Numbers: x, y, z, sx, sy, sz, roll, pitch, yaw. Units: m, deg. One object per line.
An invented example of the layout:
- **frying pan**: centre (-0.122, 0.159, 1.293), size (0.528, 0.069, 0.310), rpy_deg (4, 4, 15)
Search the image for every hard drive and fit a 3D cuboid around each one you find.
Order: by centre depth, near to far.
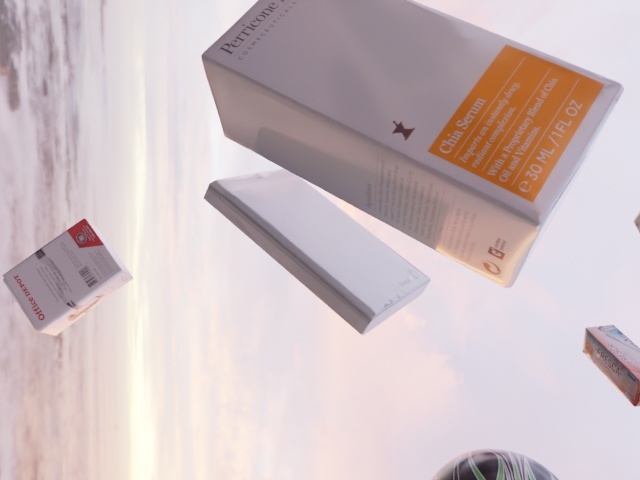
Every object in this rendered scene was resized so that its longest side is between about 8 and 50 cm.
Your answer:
- **hard drive**: centre (0.000, 0.000, 0.900), size (0.307, 0.203, 0.040), rpy_deg (39, -61, 19)

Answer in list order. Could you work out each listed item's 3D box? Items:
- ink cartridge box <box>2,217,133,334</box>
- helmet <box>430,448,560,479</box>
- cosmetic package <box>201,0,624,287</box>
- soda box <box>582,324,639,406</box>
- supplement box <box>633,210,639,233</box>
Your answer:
- **ink cartridge box**: centre (-0.349, 0.052, 0.835), size (0.099, 0.135, 0.056), rpy_deg (51, -9, 12)
- **helmet**: centre (0.158, 0.274, 0.532), size (0.161, 0.169, 0.170), rpy_deg (78, 4, -72)
- **cosmetic package**: centre (0.102, -0.164, 0.770), size (0.230, 0.453, 0.161), rpy_deg (-53, 160, -22)
- **soda box**: centre (0.559, 0.226, 1.109), size (0.183, 0.062, 0.058), rpy_deg (-107, -167, -67)
- **supplement box**: centre (0.893, -0.022, 1.436), size (0.194, 0.191, 0.129), rpy_deg (-72, 178, -56)
